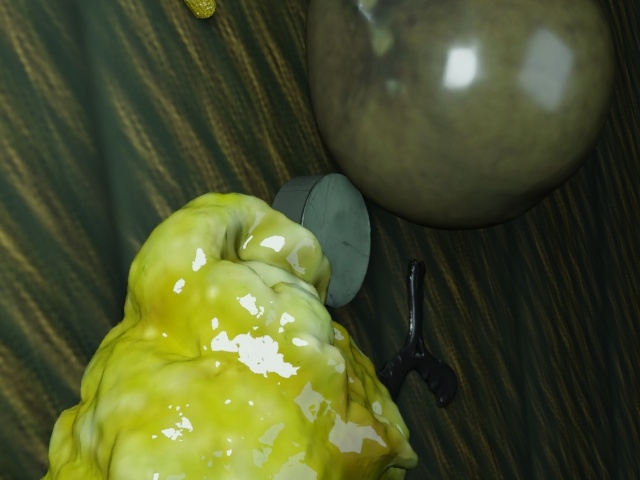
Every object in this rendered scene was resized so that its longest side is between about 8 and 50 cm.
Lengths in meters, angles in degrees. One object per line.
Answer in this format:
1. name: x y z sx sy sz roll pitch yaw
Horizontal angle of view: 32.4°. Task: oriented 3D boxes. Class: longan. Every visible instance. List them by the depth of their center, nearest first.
1. longan: 0.132 -0.171 1.079 0.319 0.319 0.319 1 89 -58

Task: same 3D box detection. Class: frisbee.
1. frisbee: 0.115 0.115 1.318 0.211 0.012 0.187 1 88 -57

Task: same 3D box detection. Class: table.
1. table: 0.000 0.000 1.105 0.133 0.043 0.133 1 89 -58

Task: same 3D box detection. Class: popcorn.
1. popcorn: -0.070 0.163 0.832 0.334 0.293 0.292 93 -24 -56

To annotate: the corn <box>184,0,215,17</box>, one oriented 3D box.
1. corn: -0.115 -0.225 0.937 0.083 0.028 0.027 62 35 -42
